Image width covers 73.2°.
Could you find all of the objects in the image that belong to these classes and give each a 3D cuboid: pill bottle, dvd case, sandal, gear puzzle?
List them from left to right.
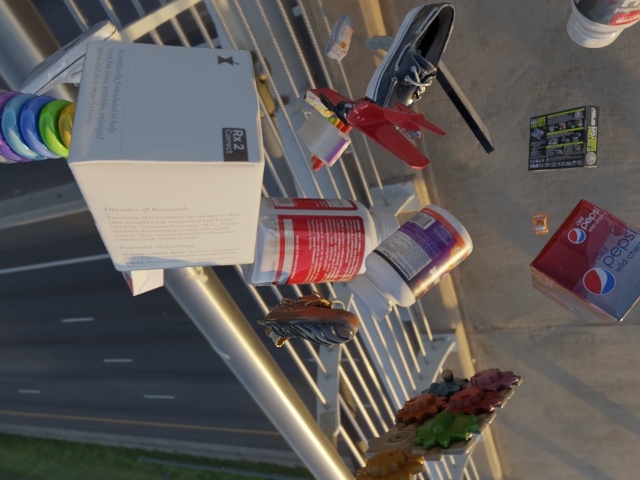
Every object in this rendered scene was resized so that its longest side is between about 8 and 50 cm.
[{"bbox_3d":[-0.134,0.326,1.479,0.240,0.079,0.088,0,172,38],"label":"sandal"},{"bbox_3d":[0.000,0.000,1.164,0.408,0.229,0.229,-1,139,-22],"label":"pill bottle"},{"bbox_3d":[0.142,0.039,0.707,0.193,0.108,0.108,-40,118,-6],"label":"pill bottle"},{"bbox_3d":[0.150,0.250,0.608,0.175,0.339,0.044,-27,80,40],"label":"gear puzzle"},{"bbox_3d":[0.357,-0.345,1.084,0.022,0.180,0.253,-33,104,28],"label":"dvd case"},{"bbox_3d":[0.692,-0.603,0.984,0.176,0.176,0.318,8,166,11],"label":"pill bottle"}]

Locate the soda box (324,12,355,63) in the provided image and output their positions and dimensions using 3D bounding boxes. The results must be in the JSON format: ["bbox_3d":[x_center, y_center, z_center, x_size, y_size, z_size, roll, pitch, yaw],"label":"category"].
[{"bbox_3d":[0.071,-0.728,1.549,0.058,0.183,0.063,28,148,-24],"label":"soda box"}]

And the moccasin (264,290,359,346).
[{"bbox_3d":[-0.020,0.211,1.219,0.139,0.147,0.380,40,155,-17],"label":"moccasin"}]

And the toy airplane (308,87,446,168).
[{"bbox_3d":[0.061,-0.111,0.397,0.151,0.151,0.028,25,118,-5],"label":"toy airplane"}]

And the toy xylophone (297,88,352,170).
[{"bbox_3d":[0.020,-0.395,1.513,0.081,0.322,0.236,31,115,-29],"label":"toy xylophone"}]

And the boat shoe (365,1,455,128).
[{"bbox_3d":[0.192,-0.353,0.905,0.108,0.301,0.102,26,180,-35],"label":"boat shoe"}]

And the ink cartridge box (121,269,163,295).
[{"bbox_3d":[-0.390,-0.002,0.878,0.198,0.067,0.115,52,143,26],"label":"ink cartridge box"}]

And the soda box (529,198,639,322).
[{"bbox_3d":[0.314,0.038,0.510,0.092,0.263,0.083,39,98,27],"label":"soda box"}]

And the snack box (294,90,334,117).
[{"bbox_3d":[-0.015,-0.509,1.626,0.141,0.037,0.100,11,168,-28],"label":"snack box"}]

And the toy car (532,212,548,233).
[{"bbox_3d":[0.620,-0.041,1.136,0.122,0.060,0.040,12,177,34],"label":"toy car"}]

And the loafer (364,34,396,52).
[{"bbox_3d":[0.170,-0.514,1.114,0.125,0.039,0.045,26,159,41],"label":"loafer"}]

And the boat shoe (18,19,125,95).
[{"bbox_3d":[-0.591,-0.420,1.043,0.096,0.267,0.088,38,167,42],"label":"boat shoe"}]

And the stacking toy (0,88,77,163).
[{"bbox_3d":[-0.469,-0.213,0.806,0.330,0.141,0.141,3,132,11],"label":"stacking toy"}]

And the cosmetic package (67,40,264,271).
[{"bbox_3d":[-0.144,-0.077,0.445,0.151,0.151,0.183,-3,149,-14],"label":"cosmetic package"}]

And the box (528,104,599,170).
[{"bbox_3d":[0.905,-0.375,1.622,0.060,0.270,0.216,-2,96,-16],"label":"box"}]
